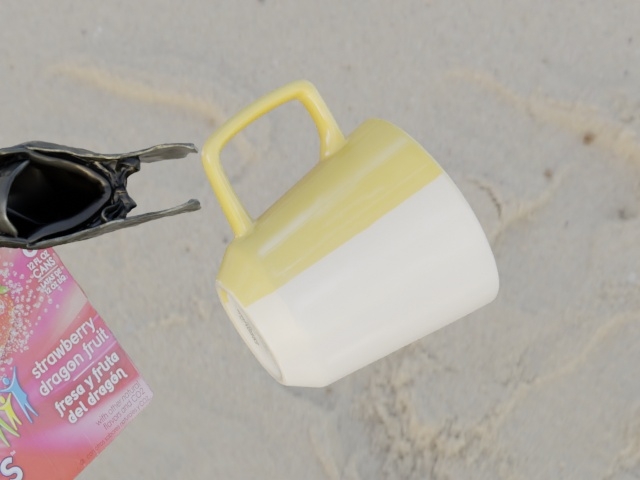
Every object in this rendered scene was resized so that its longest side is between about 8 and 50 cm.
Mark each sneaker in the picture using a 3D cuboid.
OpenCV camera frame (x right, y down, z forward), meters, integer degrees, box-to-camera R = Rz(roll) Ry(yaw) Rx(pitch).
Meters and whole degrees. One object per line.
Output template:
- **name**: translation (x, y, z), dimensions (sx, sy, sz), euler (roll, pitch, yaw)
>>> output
- **sneaker**: translation (-0.140, -0.020, 0.630), dimensions (0.170, 0.089, 0.051), euler (-2, 89, -10)

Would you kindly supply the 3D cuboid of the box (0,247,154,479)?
- **box**: translation (-0.224, 0.114, 0.721), dimensions (0.257, 0.128, 0.122), euler (-45, 109, -40)

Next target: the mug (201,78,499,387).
- **mug**: translation (0.002, 0.003, 0.411), dimensions (0.064, 0.062, 0.078), euler (-34, 66, -12)
